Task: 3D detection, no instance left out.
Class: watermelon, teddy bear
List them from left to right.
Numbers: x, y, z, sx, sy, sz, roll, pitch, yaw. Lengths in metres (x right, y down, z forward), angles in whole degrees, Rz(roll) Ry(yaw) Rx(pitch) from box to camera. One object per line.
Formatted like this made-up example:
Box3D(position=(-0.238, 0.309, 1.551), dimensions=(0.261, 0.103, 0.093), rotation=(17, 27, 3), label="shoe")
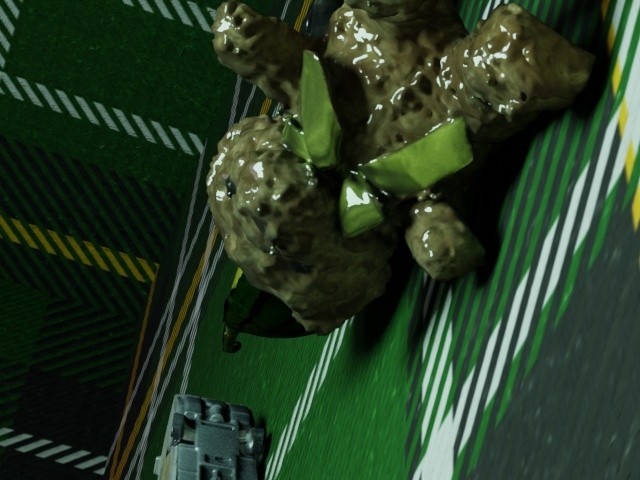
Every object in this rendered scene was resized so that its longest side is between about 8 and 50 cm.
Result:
Box3D(position=(0.003, -0.007, 1.351), dimensions=(0.204, 0.127, 0.232), rotation=(128, 162, -82), label="watermelon")
Box3D(position=(0.020, -0.072, 1.094), dimensions=(0.222, 0.246, 0.296), rotation=(-47, -4, -7), label="teddy bear")

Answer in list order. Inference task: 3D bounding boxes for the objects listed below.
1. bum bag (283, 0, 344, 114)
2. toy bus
Box3D(position=(0.018, -0.119, 1.478), dimensions=(0.144, 0.095, 0.340), rotation=(-27, -35, -47), label="bum bag")
Box3D(position=(-0.109, 0.270, 1.617), dimensions=(0.342, 0.097, 0.138), rotation=(-101, 23, -69), label="toy bus")
